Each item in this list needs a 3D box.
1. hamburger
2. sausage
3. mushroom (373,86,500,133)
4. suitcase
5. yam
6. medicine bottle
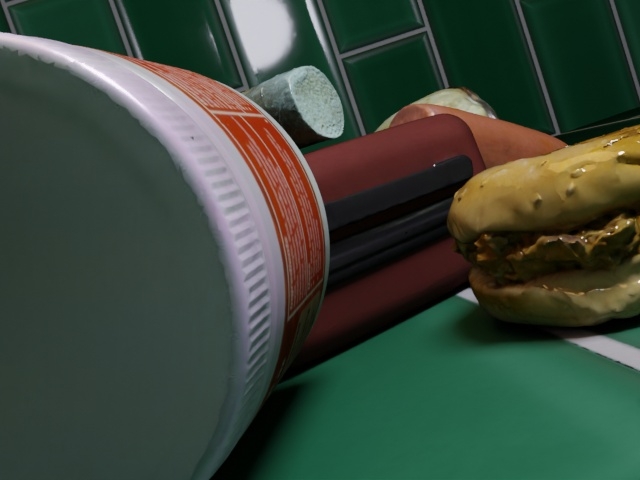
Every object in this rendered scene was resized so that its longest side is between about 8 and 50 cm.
[{"bbox_3d":[0.190,-0.015,0.528,0.213,0.108,0.214,-15,1,0],"label":"hamburger"},{"bbox_3d":[0.197,-0.085,0.908,0.259,0.114,0.113,9,-11,-29],"label":"sausage"},{"bbox_3d":[0.132,-0.090,1.089,0.164,0.190,0.267,-24,5,-19],"label":"mushroom"},{"bbox_3d":[0.000,0.000,0.728,0.297,0.161,0.236,-21,6,-34],"label":"suitcase"},{"bbox_3d":[-0.063,-0.099,0.701,0.169,0.068,0.068,-15,6,35],"label":"yam"},{"bbox_3d":[-0.133,0.019,0.455,0.252,0.253,0.241,-18,4,12],"label":"medicine bottle"}]
